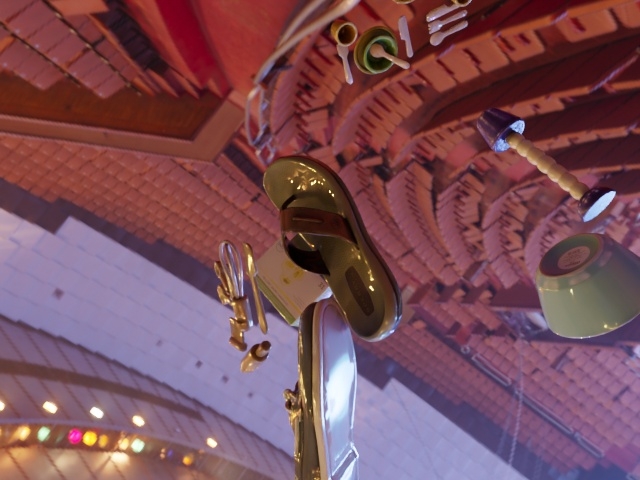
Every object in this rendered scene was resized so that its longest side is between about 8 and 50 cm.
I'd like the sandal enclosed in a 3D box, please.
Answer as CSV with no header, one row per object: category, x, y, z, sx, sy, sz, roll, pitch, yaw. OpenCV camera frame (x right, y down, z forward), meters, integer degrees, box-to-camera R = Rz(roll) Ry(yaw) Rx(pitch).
sandal,0.001,0.000,0.779,0.086,0.120,0.302,-11,-124,-37

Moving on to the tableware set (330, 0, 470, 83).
tableware set,0.082,-0.221,0.565,0.024,0.154,0.104,56,170,48

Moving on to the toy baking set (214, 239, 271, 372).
toy baking set,-0.129,0.107,0.915,0.196,0.030,0.256,67,154,11

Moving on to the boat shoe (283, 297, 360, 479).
boat shoe,-0.013,0.232,0.762,0.099,0.319,0.116,0,-171,27

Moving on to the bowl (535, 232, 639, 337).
bowl,0.710,0.096,1.576,0.163,0.311,0.311,50,175,-15

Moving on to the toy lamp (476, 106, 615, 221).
toy lamp,0.392,-0.146,1.051,0.274,0.080,0.080,51,-173,31

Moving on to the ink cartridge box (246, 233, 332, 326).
ink cartridge box,-0.026,0.050,1.291,0.171,0.235,0.056,47,-174,24
